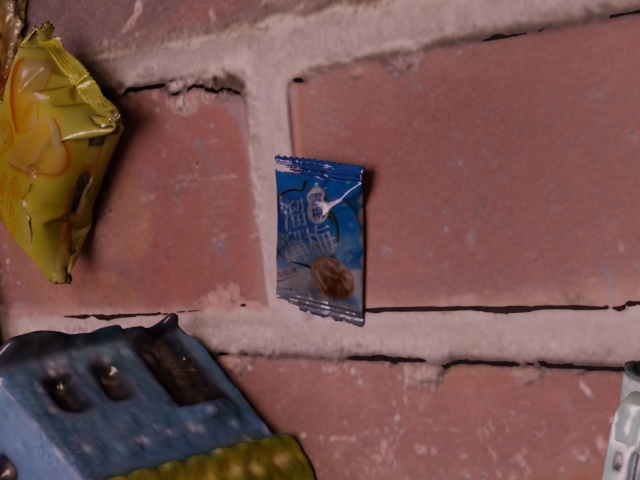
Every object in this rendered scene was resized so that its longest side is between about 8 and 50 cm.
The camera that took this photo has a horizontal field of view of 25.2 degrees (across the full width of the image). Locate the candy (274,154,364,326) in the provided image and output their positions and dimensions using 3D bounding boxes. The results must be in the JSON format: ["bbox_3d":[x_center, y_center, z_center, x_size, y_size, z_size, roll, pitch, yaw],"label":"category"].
[{"bbox_3d":[-0.001,0.000,1.183,0.088,0.038,0.136,9,108,29],"label":"candy"}]

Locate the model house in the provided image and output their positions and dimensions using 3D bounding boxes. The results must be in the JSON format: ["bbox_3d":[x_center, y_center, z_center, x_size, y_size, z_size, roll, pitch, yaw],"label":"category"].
[{"bbox_3d":[-0.146,0.243,1.203,0.303,0.237,0.215,46,122,30],"label":"model house"}]

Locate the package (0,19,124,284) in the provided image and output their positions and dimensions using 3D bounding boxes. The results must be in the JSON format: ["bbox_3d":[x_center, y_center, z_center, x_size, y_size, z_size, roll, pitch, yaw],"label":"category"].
[{"bbox_3d":[-0.264,-0.082,1.380,0.168,0.090,0.226,45,125,33],"label":"package"}]

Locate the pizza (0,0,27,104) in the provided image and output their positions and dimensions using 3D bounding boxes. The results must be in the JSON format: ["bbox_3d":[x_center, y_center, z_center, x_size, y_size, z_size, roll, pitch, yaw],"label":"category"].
[{"bbox_3d":[-0.400,-0.159,1.507,0.289,0.081,0.228,-22,79,40],"label":"pizza"}]

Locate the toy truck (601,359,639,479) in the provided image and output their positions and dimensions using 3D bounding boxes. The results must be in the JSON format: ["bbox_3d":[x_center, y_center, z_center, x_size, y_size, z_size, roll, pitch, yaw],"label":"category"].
[{"bbox_3d":[0.272,0.134,0.732,0.184,0.338,0.133,15,104,41],"label":"toy truck"}]
